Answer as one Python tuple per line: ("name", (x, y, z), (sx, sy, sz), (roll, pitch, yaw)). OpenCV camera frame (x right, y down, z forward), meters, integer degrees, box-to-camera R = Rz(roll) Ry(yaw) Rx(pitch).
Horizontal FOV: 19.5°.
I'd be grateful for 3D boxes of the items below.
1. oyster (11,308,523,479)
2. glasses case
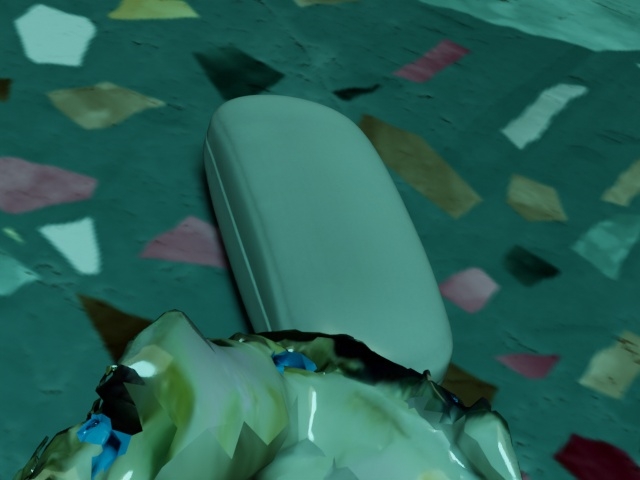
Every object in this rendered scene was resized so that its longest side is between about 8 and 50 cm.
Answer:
("oyster", (-0.021, 0.109, 0.591), (0.198, 0.092, 0.259), (7, 44, -14))
("glasses case", (0.000, 0.000, 0.781), (0.074, 0.049, 0.193), (3, 37, -20))
